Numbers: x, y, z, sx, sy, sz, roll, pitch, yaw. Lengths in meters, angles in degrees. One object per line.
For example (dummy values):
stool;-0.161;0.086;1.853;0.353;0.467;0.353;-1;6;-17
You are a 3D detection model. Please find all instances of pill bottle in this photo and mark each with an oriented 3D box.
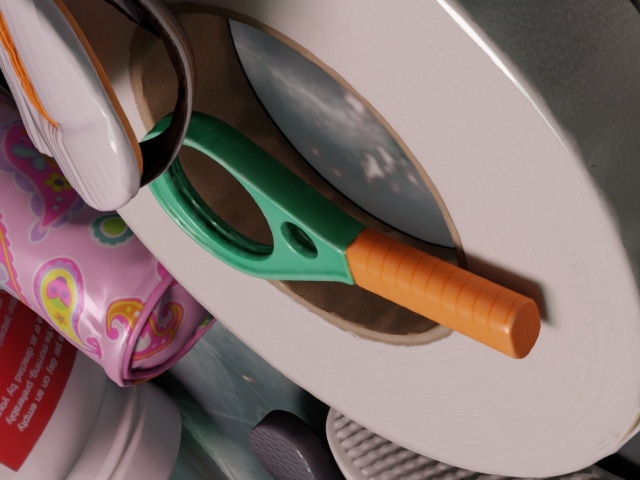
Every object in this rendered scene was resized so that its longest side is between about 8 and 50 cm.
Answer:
pill bottle;-0.316;0.096;1.109;0.407;0.229;0.229;36;160;-28

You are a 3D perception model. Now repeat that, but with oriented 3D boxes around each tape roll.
tape roll;0.007;-0.045;0.692;0.392;0.072;0.392;33;151;21

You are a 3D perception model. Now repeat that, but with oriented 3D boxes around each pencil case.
pencil case;-0.193;-0.023;0.961;0.284;0.124;0.124;35;152;20

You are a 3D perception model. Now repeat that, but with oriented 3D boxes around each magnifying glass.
magnifying glass;0.000;0.000;0.661;0.231;0.026;0.092;22;146;36

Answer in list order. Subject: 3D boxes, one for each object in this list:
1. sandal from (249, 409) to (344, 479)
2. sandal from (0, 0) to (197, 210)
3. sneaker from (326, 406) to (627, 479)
sandal;0.022;0.190;1.051;0.097;0.054;0.254;31;161;40
sandal;-0.100;-0.085;0.638;0.102;0.076;0.265;69;168;-16
sneaker;0.127;0.187;0.832;0.282;0.102;0.161;29;153;28
